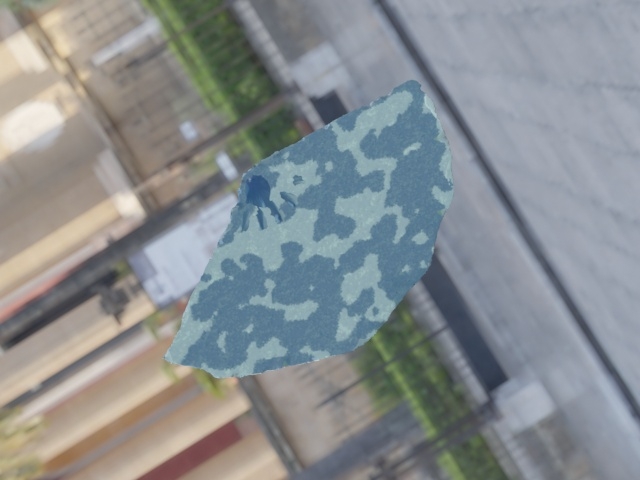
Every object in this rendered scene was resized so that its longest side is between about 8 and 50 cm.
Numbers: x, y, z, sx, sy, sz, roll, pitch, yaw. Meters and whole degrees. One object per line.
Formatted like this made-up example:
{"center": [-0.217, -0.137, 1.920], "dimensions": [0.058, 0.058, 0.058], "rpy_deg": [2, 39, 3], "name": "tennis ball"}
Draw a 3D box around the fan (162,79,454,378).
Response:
{"center": [0.000, 0.000, 0.959], "dimensions": [0.131, 0.240, 0.009], "rpy_deg": [39, 168, 14], "name": "fan"}
